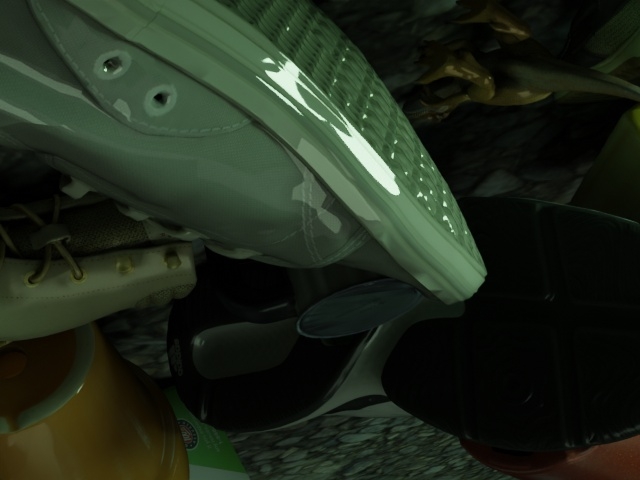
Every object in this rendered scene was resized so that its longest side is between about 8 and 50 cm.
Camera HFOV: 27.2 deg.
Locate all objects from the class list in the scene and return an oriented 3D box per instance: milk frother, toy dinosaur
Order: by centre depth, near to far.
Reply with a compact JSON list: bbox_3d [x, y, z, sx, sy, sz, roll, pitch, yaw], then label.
[{"bbox_3d":[0.122,-0.100,0.780,0.112,0.064,0.211,24,172,-40],"label":"toy dinosaur"},{"bbox_3d":[0.000,0.000,0.863,0.129,0.135,0.143,-24,156,17],"label":"milk frother"}]

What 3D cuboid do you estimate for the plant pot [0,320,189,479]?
[{"bbox_3d":[-0.210,0.136,0.969,0.205,0.205,0.188,-15,141,-7],"label":"plant pot"}]

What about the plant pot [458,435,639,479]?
[{"bbox_3d":[0.263,0.133,1.219,0.272,0.272,0.265,-33,145,32],"label":"plant pot"}]

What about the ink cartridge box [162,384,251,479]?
[{"bbox_3d":[-0.190,0.267,1.158,0.273,0.198,0.115,-20,165,-41],"label":"ink cartridge box"}]

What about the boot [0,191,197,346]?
[{"bbox_3d":[-0.180,0.001,0.786,0.203,0.095,0.262,-15,158,-6],"label":"boot"}]

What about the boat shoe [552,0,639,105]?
[{"bbox_3d":[0.191,-0.132,0.784,0.080,0.073,0.223,-11,176,-8],"label":"boat shoe"}]

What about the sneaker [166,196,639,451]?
[{"bbox_3d":[0.125,0.055,1.001,0.447,0.169,0.257,-6,179,37],"label":"sneaker"}]

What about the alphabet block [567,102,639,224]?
[{"bbox_3d":[0.307,-0.010,0.937,0.192,0.193,0.197,-31,162,-21],"label":"alphabet block"}]

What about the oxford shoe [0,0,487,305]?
[{"bbox_3d":[-0.060,-0.065,0.630,0.130,0.169,0.449,-40,144,16],"label":"oxford shoe"}]
